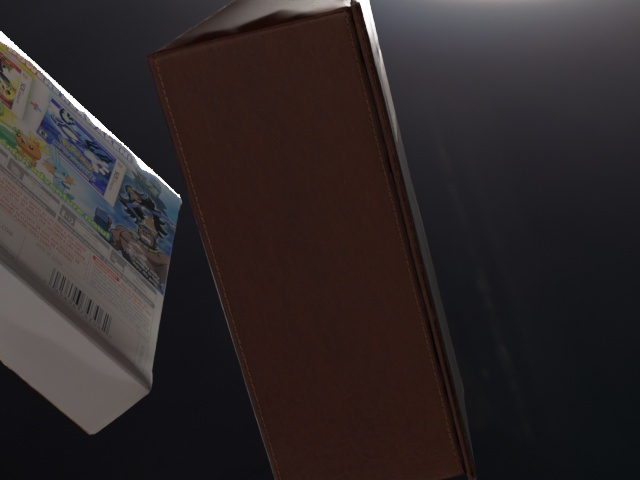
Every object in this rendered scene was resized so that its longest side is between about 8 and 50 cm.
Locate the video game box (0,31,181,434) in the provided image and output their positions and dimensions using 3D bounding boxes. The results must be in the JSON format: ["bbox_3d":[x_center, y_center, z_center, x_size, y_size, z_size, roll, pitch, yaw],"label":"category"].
[{"bbox_3d":[-0.158,-0.031,0.815,0.205,0.048,0.187,44,23,-20],"label":"video game box"}]

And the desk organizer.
[{"bbox_3d":[0.000,0.000,0.424,0.047,0.050,0.130,-90,166,-65],"label":"desk organizer"}]
